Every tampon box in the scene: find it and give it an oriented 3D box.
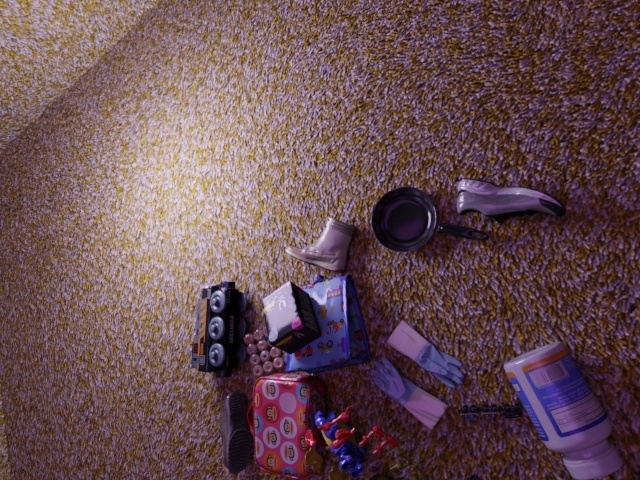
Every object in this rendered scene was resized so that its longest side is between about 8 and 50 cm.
[{"bbox_3d":[-0.089,0.228,1.289,0.120,0.101,0.161,-36,44,16],"label":"tampon box"}]

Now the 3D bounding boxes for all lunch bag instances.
[{"bbox_3d":[-0.114,0.565,1.352,0.258,0.120,0.292,-5,81,28],"label":"lunch bag"},{"bbox_3d":[0.006,0.243,1.345,0.221,0.138,0.293,-20,64,27],"label":"lunch bag"}]

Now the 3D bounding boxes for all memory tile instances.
[{"bbox_3d":[-0.189,0.370,1.461,0.113,0.012,0.148,-20,72,1],"label":"memory tile"}]

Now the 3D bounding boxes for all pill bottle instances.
[{"bbox_3d":[0.558,0.386,1.005,0.152,0.152,0.271,-31,70,21],"label":"pill bottle"}]

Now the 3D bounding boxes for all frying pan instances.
[{"bbox_3d":[0.305,-0.071,1.265,0.326,0.053,0.197,-10,78,25],"label":"frying pan"}]

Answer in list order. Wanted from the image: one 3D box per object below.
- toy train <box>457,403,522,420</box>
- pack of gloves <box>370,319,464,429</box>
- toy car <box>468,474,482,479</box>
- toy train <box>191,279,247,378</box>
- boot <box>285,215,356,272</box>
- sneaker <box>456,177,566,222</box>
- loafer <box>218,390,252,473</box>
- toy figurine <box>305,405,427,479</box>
[{"bbox_3d":[0.438,0.446,1.132,0.158,0.027,0.036,-12,88,25],"label":"toy train"},{"bbox_3d":[0.272,0.373,1.232,0.232,0.046,0.195,35,88,25],"label":"pack of gloves"},{"bbox_3d":[0.368,0.648,1.143,0.122,0.060,0.040,-21,117,41],"label":"toy car"},{"bbox_3d":[-0.358,0.305,1.519,0.190,0.142,0.333,-7,79,36],"label":"toy train"},{"bbox_3d":[0.000,0.000,1.403,0.213,0.077,0.165,17,91,24],"label":"boot"},{"bbox_3d":[0.490,-0.090,1.144,0.272,0.100,0.107,13,90,32],"label":"sneaker"},{"bbox_3d":[-0.290,0.640,1.464,0.087,0.094,0.251,-30,58,47],"label":"loafer"},{"bbox_3d":[0.100,0.566,1.239,0.362,0.217,0.191,43,89,-18],"label":"toy figurine"}]
